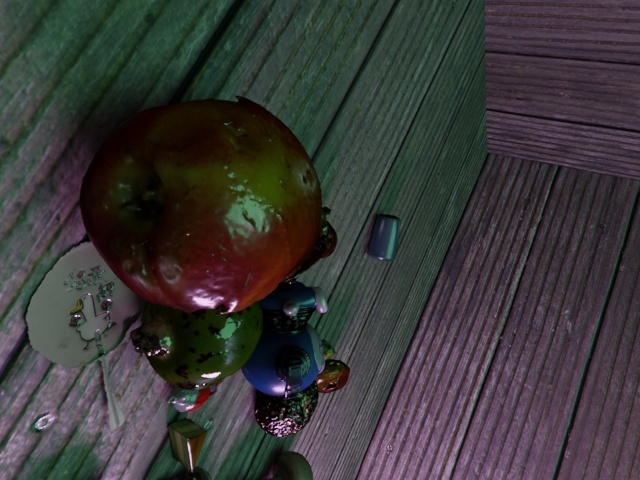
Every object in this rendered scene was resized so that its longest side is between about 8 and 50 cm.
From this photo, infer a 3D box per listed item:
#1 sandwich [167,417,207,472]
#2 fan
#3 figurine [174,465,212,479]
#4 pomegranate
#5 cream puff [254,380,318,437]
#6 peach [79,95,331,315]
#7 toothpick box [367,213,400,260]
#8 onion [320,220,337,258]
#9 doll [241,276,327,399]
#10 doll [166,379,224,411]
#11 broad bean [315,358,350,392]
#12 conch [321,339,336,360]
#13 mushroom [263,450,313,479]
[{"bbox_3d":[-0.342,0.509,1.071,0.074,0.074,0.116,17,92,-64],"label":"sandwich"},{"bbox_3d":[-0.411,0.193,0.817,0.233,0.012,0.414,-26,126,-53],"label":"fan"},{"bbox_3d":[-0.361,0.649,1.094,0.154,0.132,0.132,16,92,-50],"label":"figurine"},{"bbox_3d":[-0.247,0.172,0.875,0.270,0.254,0.254,-14,118,-55],"label":"pomegranate"},{"bbox_3d":[-0.102,0.514,1.411,0.239,0.165,0.239,-38,136,-49],"label":"cream puff"},{"bbox_3d":[-0.164,-0.070,0.761,0.416,0.339,0.353,2,106,-66],"label":"peach"},{"bbox_3d":[0.265,-0.015,1.804,0.120,0.120,0.184,-7,109,-60],"label":"toothpick box"},{"bbox_3d":[0.000,0.000,1.334,0.117,0.119,0.118,-21,126,-36],"label":"onion"},{"bbox_3d":[-0.102,0.274,1.202,0.240,0.284,0.309,-6,103,-18],"label":"doll"},{"bbox_3d":[-0.301,0.364,1.055,0.102,0.075,0.227,-61,162,1],"label":"doll"},{"bbox_3d":[0.036,0.516,1.674,0.228,0.156,0.122,43,34,-70],"label":"broad bean"},{"bbox_3d":[-0.008,0.403,1.588,0.201,0.095,0.079,5,72,-61],"label":"conch"},{"bbox_3d":[-0.128,0.876,1.603,0.206,0.209,0.206,-167,-90,-89],"label":"mushroom"}]
